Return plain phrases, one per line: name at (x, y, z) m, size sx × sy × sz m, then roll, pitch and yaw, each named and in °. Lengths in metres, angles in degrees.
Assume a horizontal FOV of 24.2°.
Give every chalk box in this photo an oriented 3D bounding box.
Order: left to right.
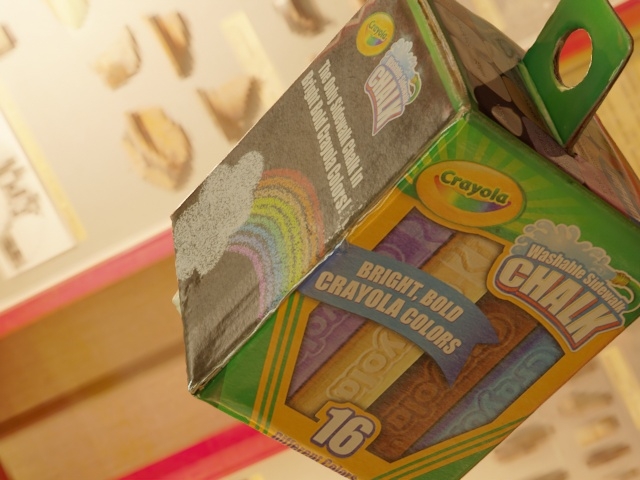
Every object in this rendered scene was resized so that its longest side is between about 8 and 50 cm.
chalk box at (0.054, -0.015, 0.630) m, size 0.132 × 0.213 × 0.132 m, roll 33°, pitch -156°, yaw -28°

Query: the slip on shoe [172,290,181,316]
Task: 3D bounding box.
slip on shoe at (0.000, 0.000, 0.979) m, size 0.101 × 0.123 × 0.331 m, roll 41°, pitch -159°, yaw -3°
